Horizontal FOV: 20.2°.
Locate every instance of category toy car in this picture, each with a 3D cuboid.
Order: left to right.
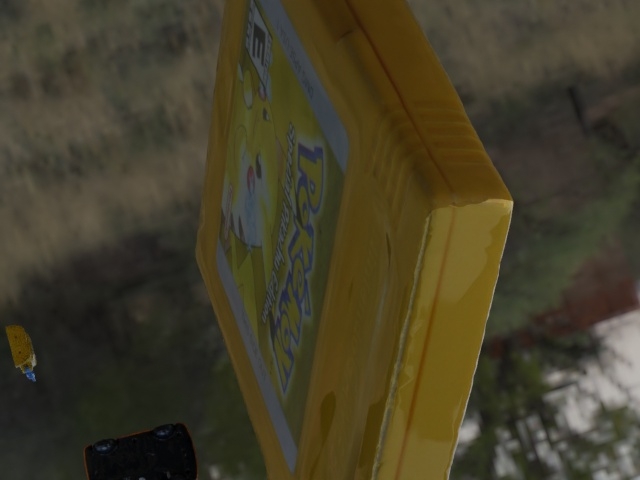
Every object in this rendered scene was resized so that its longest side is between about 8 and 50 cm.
[{"bbox_3d":[-0.112,0.088,0.943,0.060,0.122,0.040,-31,165,-9],"label":"toy car"}]

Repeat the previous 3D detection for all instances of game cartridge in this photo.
[{"bbox_3d":[0.000,0.000,0.908,0.052,0.285,0.324,-2,-143,-15],"label":"game cartridge"}]
